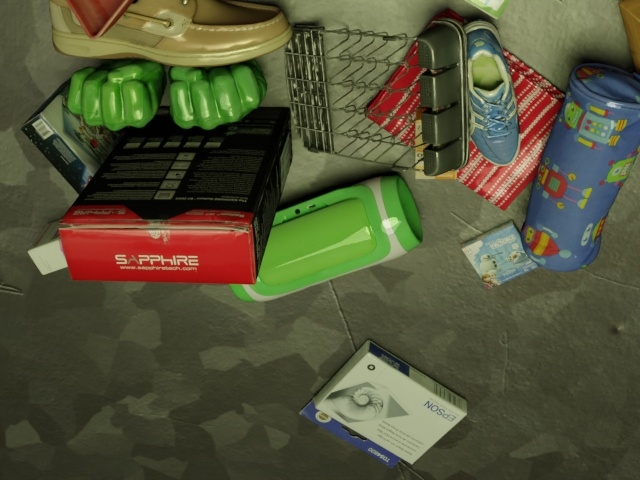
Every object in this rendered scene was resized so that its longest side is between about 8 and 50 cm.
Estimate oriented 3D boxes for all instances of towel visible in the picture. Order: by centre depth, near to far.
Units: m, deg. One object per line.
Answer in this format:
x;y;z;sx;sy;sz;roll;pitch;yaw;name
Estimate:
0.223;-0.181;1.252;0.274;0.031;0.199;33;120;-13;towel

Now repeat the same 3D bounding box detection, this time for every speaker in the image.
0.000;0.000;1.333;0.296;0.131;0.131;-19;117;18;speaker

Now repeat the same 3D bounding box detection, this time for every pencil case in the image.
0.371;-0.096;1.208;0.133;0.119;0.306;-15;135;-23;pencil case

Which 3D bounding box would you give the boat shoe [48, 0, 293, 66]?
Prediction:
-0.208;-0.307;1.172;0.341;0.122;0.110;2;122;7;boat shoe

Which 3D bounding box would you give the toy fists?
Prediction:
-0.214;-0.212;1.218;0.279;0.142;0.096;1;121;5;toy fists

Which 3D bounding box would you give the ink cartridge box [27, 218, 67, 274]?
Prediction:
-0.395;-0.003;1.398;0.122;0.088;0.052;-19;118;17;ink cartridge box

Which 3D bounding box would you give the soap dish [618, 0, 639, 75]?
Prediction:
0.545;-0.218;1.140;0.228;0.118;0.291;-18;119;17;soap dish

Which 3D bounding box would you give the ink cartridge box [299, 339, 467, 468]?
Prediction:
0.108;0.311;1.555;0.223;0.045;0.224;32;120;-13;ink cartridge box

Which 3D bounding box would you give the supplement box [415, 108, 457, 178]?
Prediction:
0.167;-0.138;1.247;0.062;0.036;0.098;0;125;8;supplement box

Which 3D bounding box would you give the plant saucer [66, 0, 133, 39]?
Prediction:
-0.256;-0.426;1.083;0.259;0.047;0.258;-42;72;26;plant saucer

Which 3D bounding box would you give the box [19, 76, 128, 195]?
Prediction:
-0.318;-0.117;1.278;0.044;0.159;0.233;-28;114;21;box

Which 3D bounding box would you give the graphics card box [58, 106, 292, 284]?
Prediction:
-0.172;-0.074;1.164;0.232;0.371;0.094;0;121;5;graphics card box

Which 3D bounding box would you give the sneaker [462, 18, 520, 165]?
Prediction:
0.226;-0.188;1.180;0.080;0.081;0.211;-15;120;14;sneaker

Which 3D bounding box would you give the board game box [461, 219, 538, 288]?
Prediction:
0.284;0.024;1.375;0.090;0.020;0.090;-28;113;21;board game box

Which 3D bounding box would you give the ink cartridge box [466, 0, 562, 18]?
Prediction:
0.198;-0.346;1.107;0.209;0.109;0.062;26;121;-10;ink cartridge box

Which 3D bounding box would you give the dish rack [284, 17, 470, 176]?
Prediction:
0.069;-0.201;1.197;0.271;0.074;0.208;15;122;36;dish rack
